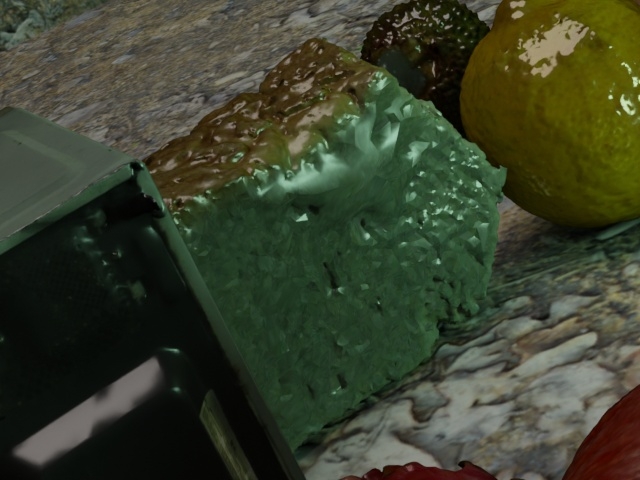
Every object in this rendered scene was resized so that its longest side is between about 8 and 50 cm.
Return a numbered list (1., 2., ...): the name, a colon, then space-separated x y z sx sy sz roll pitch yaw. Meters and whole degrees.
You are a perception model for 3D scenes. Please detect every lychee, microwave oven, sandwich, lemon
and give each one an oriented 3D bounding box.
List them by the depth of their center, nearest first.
1. microwave oven: -0.174 0.127 0.936 0.218 0.355 0.286 -33 26 -18
2. sandwich: 0.000 -0.001 1.146 0.325 0.262 0.131 -36 32 -23
3. lemon: 0.221 -0.110 1.219 0.192 0.231 0.192 -40 9 8
4. lychee: 0.119 -0.183 1.534 0.171 0.171 0.171 -20 25 10

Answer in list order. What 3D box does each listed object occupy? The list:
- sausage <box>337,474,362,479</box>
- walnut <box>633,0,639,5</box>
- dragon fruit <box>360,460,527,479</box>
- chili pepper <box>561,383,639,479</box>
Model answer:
1. sausage: 0.034 0.192 0.969 0.054 0.059 0.094 -30 23 -26
2. walnut: 0.333 -0.214 1.356 0.195 0.195 0.221 -17 17 17
3. dragon fruit: 0.070 0.197 0.857 0.136 0.133 0.166 9 16 -29
4. chili pepper: 0.206 0.189 0.683 0.251 0.229 0.305 -53 -5 30
